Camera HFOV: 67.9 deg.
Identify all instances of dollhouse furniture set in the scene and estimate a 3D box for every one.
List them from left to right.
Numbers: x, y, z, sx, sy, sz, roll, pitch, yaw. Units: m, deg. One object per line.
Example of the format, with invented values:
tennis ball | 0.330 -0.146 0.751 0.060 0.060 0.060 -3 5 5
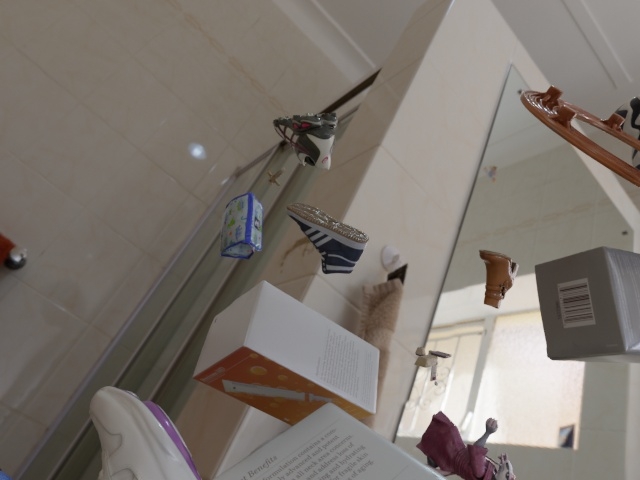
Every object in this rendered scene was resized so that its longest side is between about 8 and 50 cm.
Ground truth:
dollhouse furniture set | 0.248 0.313 1.154 0.091 0.081 0.114 7 1 41

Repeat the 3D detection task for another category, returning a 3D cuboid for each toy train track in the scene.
toy train track | -0.116 -0.165 1.229 0.048 0.014 0.083 50 -39 -8

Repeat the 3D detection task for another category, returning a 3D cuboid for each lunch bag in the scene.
lunch bag | -0.190 -0.033 1.164 0.097 0.128 0.151 6 -19 -18

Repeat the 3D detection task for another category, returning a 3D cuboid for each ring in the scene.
ring | 0.431 -0.127 0.651 0.337 0.336 0.032 27 -58 0

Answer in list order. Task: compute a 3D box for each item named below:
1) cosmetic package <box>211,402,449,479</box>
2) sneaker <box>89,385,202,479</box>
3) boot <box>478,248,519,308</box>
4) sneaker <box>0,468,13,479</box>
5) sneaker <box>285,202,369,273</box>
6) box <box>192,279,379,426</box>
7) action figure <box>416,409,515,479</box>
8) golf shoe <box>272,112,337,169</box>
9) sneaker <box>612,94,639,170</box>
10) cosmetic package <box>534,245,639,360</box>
cosmetic package | 0.040 0.554 0.783 0.394 0.330 0.327 19 -61 43
sneaker | -0.181 0.272 0.462 0.305 0.152 0.114 42 -31 34
boot | 0.505 0.115 1.389 0.197 0.152 0.073 25 -2 -36
sneaker | -0.127 0.246 0.166 0.147 0.329 0.129 -19 -33 -3
sneaker | 0.000 0.000 1.465 0.282 0.099 0.153 28 -59 19
box | -0.067 0.276 1.069 0.345 0.168 0.215 34 -48 -22
action figure | 0.454 0.699 1.496 0.248 0.276 0.370 58 -19 -18
golf shoe | -0.043 -0.232 1.101 0.273 0.105 0.120 -144 -132 -68
sneaker | 0.657 -0.182 0.866 0.094 0.234 0.153 -14 -13 -10
cosmetic package | 0.399 0.090 0.604 0.238 0.127 0.107 12 -23 -28
